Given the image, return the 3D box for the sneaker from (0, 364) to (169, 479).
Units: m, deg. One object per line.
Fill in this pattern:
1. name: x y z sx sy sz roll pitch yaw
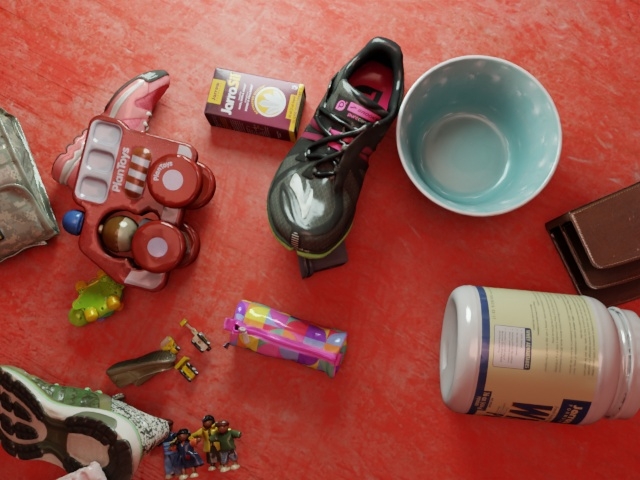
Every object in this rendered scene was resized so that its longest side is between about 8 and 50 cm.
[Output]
1. sneaker: -0.460 0.336 1.353 0.410 0.182 0.158 17 101 26

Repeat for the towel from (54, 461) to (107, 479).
1. towel: -0.431 0.581 1.231 0.317 0.053 0.332 -26 94 15

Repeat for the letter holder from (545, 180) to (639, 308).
1. letter holder: 0.633 -0.005 1.381 0.302 0.152 0.214 -23 83 -3

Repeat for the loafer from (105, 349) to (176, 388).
1. loafer: -0.345 0.253 1.400 0.148 0.056 0.050 -13 105 16

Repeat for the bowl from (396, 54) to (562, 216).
1. bowl: 0.296 -0.186 1.406 0.312 0.163 0.311 0 82 1

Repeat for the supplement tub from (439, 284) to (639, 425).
1. supplement tub: 0.394 0.210 1.305 0.325 0.235 0.235 5 81 2

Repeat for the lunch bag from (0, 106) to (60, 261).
1. lunch bag: -0.675 -0.089 1.406 0.235 0.169 0.287 -23 89 -6

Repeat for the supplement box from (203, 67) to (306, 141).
1. supplement box: -0.132 -0.277 1.468 0.188 0.081 0.104 12 82 3

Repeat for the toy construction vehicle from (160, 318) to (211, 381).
1. toy construction vehicle: -0.262 0.216 1.419 0.098 0.035 0.086 42 95 9

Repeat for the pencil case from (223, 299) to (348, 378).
1. pencil case: -0.066 0.190 1.385 0.236 0.104 0.104 15 82 2

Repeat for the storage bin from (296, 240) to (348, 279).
1. storage bin: 0.000 0.000 1.421 0.091 0.098 0.135 -10 81 -11

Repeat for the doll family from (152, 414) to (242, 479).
1. doll family: -0.239 0.389 1.369 0.193 0.076 0.111 -13 86 2

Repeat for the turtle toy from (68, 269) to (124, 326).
1. turtle toy: -0.443 0.123 1.416 0.130 0.066 0.095 -29 59 -1

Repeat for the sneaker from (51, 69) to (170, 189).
1. sneaker: -0.396 -0.207 1.463 0.136 0.116 0.314 42 88 -7

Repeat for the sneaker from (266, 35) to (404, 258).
1. sneaker: 0.030 -0.192 1.352 0.185 0.202 0.482 20 68 4

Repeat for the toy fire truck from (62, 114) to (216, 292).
1. toy fire truck: -0.354 -0.066 1.373 0.254 0.169 0.302 15 93 2
